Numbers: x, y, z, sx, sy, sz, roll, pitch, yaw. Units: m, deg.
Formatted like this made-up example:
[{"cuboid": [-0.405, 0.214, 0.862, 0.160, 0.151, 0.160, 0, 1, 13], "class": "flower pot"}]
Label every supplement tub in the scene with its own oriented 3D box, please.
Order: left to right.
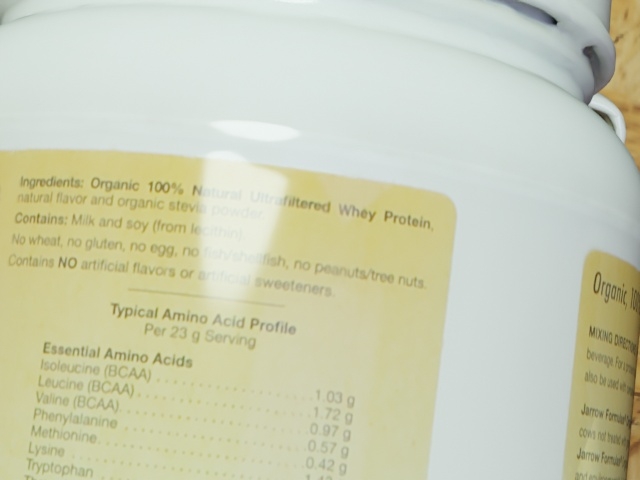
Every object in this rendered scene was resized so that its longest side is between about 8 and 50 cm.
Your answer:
[{"cuboid": [-0.023, 0.063, 0.474, 0.228, 0.228, 0.316, 11, 81, -20], "class": "supplement tub"}]

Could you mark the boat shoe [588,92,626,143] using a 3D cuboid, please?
[{"cuboid": [0.000, 0.000, 0.640, 0.277, 0.096, 0.098, -31, 105, -13], "class": "boat shoe"}]
